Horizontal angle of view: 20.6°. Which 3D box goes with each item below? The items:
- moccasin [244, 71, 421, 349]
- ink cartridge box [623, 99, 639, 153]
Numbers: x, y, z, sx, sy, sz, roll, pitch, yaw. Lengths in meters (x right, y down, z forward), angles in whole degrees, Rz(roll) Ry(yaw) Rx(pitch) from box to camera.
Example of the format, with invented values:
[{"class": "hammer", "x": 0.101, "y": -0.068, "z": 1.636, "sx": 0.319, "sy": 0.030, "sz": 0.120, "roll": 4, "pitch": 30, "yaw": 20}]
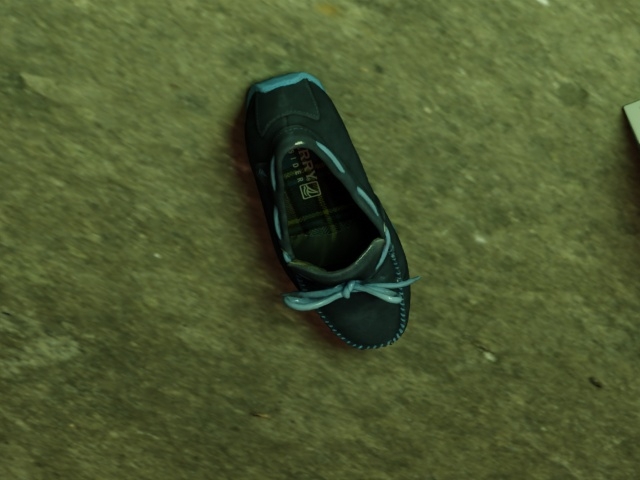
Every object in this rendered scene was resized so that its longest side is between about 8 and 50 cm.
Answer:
[{"class": "moccasin", "x": 0.000, "y": 0.000, "z": 1.681, "sx": 0.138, "sy": 0.117, "sz": 0.342, "roll": -22, "pitch": 131, "yaw": 9}, {"class": "ink cartridge box", "x": 0.401, "y": -0.080, "z": 1.674, "sx": 0.176, "sy": 0.128, "sz": 0.127, "roll": -21, "pitch": 131, "yaw": 9}]
